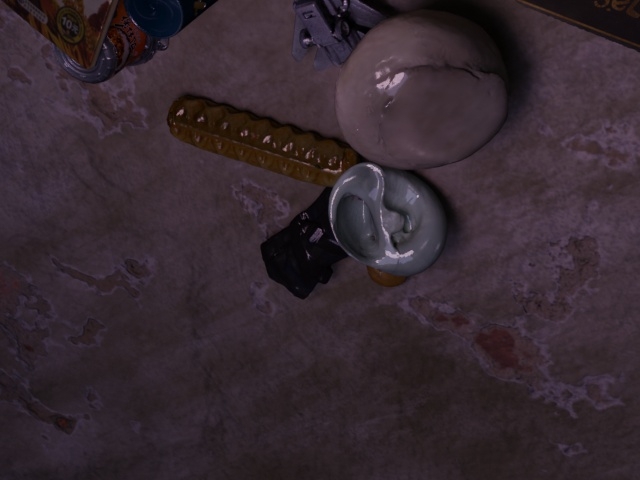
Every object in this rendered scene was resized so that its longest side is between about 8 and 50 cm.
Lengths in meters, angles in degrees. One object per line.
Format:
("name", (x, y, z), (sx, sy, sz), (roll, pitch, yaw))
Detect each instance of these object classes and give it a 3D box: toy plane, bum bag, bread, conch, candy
("toy plane", (-0.010, -0.374, 1.973), (0.212, 0.088, 0.267), (-9, 137, 33))
("bum bag", (0.000, 0.000, 2.334), (0.137, 0.074, 0.310), (54, 134, 4))
("bread", (0.118, 0.038, 2.315), (0.082, 0.056, 0.115), (18, 133, 16))
("bread", (-0.103, -0.173, 2.249), (0.367, 0.077, 0.084), (18, 137, 14))
("conch", (0.110, -0.035, 2.179), (0.221, 0.185, 0.121), (48, 159, -8))
("candy", (0.149, -0.231, 1.956), (0.295, 0.185, 0.296), (-9, 138, -9))

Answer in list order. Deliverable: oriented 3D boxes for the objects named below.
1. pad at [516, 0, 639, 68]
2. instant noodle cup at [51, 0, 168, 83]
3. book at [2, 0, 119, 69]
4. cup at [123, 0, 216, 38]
("pad", (0.449, -0.315, 1.754), (0.375, 0.063, 0.315), (19, 140, -9))
("instant noodle cup", (-0.384, -0.352, 2.216), (0.208, 0.125, 0.178), (6, 129, 25))
("book", (-0.406, -0.526, 2.042), (0.300, 0.039, 0.428), (40, 127, 18))
("cup", (-0.238, -0.424, 2.053), (0.131, 0.155, 0.177), (4, 130, 25))
